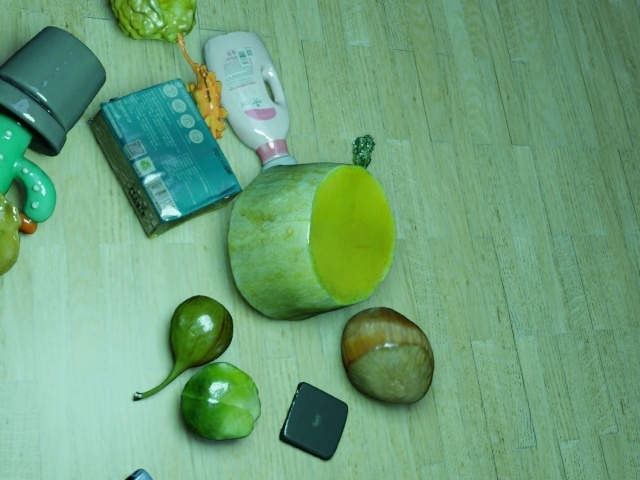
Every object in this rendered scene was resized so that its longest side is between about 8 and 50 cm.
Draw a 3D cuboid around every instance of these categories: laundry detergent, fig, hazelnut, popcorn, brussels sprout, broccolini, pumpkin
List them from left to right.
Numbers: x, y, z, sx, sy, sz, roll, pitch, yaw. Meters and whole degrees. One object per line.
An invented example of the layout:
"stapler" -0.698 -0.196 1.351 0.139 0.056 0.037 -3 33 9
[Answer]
"popcorn" -0.353 -0.496 1.615 0.197 0.155 0.197 24 52 -35
"fig" -0.258 0.210 1.435 0.124 0.124 0.236 40 72 -7
"brussels sprout" -0.186 0.297 1.429 0.155 0.117 0.155 0 90 -48
"laundry detergent" -0.139 -0.288 1.674 0.159 0.088 0.335 -17 81 -29
"pumpkin" 0.000 0.000 1.515 0.332 0.199 0.332 2 87 -40
"broccolini" 0.085 -0.132 1.747 0.051 0.054 0.239 4 69 14
"hazelnut" 0.136 0.230 1.576 0.214 0.176 0.214 46 26 -29

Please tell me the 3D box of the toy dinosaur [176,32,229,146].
"toy dinosaur" -0.233 -0.288 1.585 0.070 0.117 0.288 -19 105 -25

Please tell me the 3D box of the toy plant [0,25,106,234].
"toy plant" -0.557 -0.191 1.396 0.279 0.185 0.400 45 66 -28

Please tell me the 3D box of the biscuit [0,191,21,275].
"biscuit" -0.639 -0.008 1.311 0.260 0.041 0.203 -16 111 -4

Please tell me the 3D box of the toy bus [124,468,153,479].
"toy bus" -0.284 0.487 1.311 0.292 0.125 0.133 38 59 -10

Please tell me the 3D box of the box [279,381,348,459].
"box" -0.011 0.362 1.542 0.125 0.027 0.126 30 61 -16

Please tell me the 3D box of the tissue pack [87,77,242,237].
"tissue pack" -0.307 -0.163 1.523 0.192 0.134 0.271 -25 84 -31
